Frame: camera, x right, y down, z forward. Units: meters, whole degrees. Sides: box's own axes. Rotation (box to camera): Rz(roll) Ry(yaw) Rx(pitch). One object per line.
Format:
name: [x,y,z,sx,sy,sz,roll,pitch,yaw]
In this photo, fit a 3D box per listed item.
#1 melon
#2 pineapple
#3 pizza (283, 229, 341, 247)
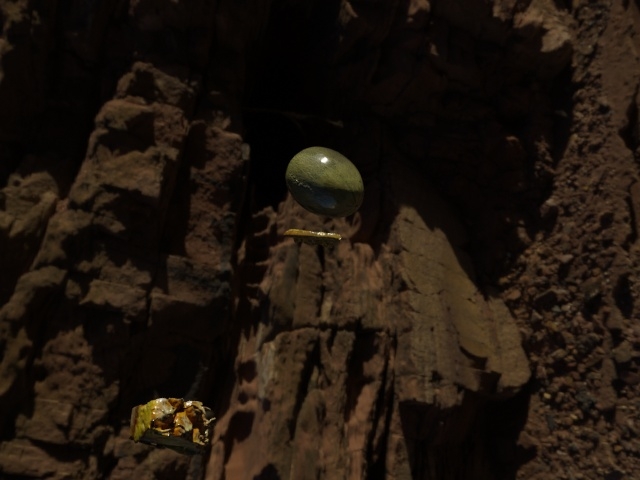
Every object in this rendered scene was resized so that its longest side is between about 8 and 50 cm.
melon: [0.006,-0.084,0.713,0.130,0.098,0.098,37,119,36]
pineapple: [-0.348,0.419,1.115,0.236,0.186,0.115,62,-158,-52]
pizza: [0.000,0.000,0.926,0.108,0.122,0.026,14,-97,-61]
